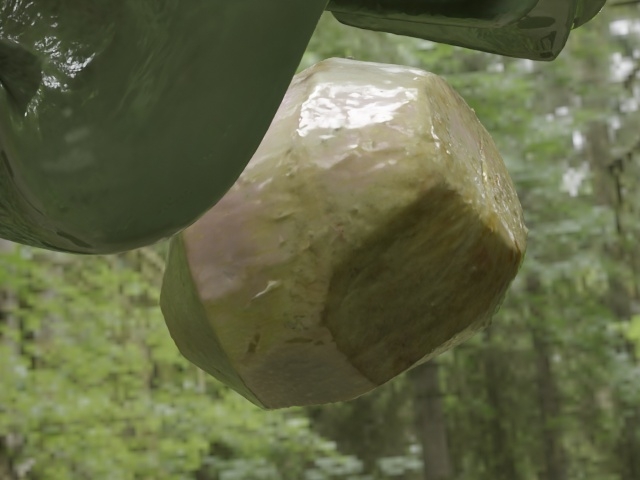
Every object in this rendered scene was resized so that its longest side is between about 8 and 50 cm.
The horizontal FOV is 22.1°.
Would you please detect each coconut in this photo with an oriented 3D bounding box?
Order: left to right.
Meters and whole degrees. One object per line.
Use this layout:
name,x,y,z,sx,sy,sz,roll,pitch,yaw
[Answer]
coconut,0.000,0.000,1.007,0.236,0.197,0.237,-25,0,0

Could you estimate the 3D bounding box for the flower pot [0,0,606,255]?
flower pot,-0.012,-0.168,0.610,0.164,0.254,0.367,16,31,38
